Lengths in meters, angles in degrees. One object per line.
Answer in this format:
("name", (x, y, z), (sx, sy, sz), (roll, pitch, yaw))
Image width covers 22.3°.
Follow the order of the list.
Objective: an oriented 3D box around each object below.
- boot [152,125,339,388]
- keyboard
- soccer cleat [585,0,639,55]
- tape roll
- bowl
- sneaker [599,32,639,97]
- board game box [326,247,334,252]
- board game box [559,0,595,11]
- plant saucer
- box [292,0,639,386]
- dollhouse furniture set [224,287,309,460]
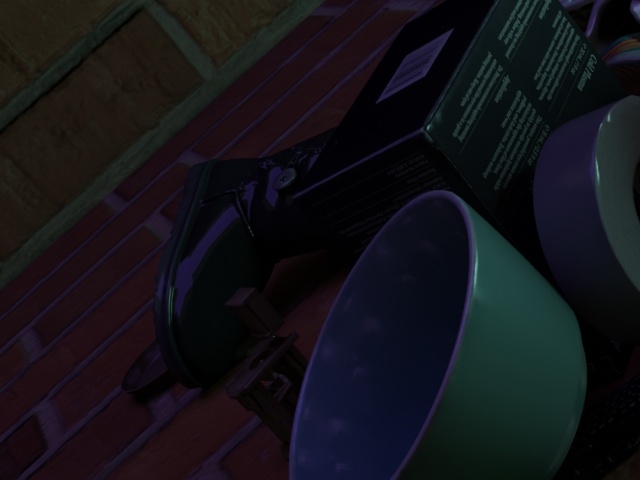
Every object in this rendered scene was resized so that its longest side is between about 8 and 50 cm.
("boot", (0.000, -0.002, 2.216), (0.445, 0.146, 0.367), (-12, 57, 29))
("keyboard", (0.244, 0.172, 1.436), (0.180, 0.023, 0.108), (-38, 17, 12))
("soccer cleat", (0.472, -0.329, 2.062), (0.331, 0.116, 0.143), (-34, 15, 45))
("tape roll", (0.291, -0.018, 1.472), (0.072, 0.219, 0.219), (-22, 25, 45))
("bowl", (0.115, 0.127, 1.411), (0.311, 0.163, 0.311), (-54, 23, 36))
("sneaker", (0.383, -0.199, 1.909), (0.121, 0.108, 0.302), (-46, 13, -17))
("board game box", (0.091, -0.093, 2.375), (0.194, 0.060, 0.194), (-29, 20, 32))
("board game box", (0.475, -0.452, 2.469), (0.390, 0.050, 0.390), (-15, 30, 54))
("plant saucer", (-0.227, 0.176, 2.441), (0.168, 0.029, 0.168), (-37, 18, 14))
("box", (0.185, -0.054, 1.636), (0.179, 0.312, 0.343), (-27, 21, 39))
("dollhouse furniture set", (-0.086, 0.157, 1.913), (0.101, 0.182, 0.161), (-48, 18, -22))
